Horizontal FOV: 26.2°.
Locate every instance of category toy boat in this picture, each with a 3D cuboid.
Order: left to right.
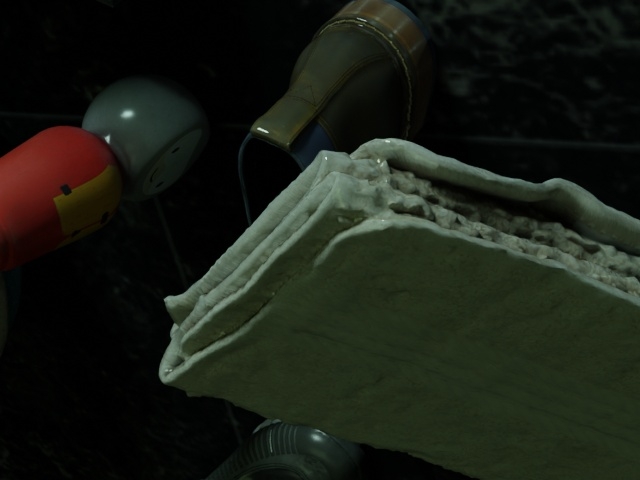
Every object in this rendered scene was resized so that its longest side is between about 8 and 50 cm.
[{"bbox_3d":[-0.206,-0.037,0.781,0.318,0.148,0.267,3,120,44],"label":"toy boat"}]

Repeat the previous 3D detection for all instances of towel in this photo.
[{"bbox_3d":[0.085,0.050,0.602,0.282,0.049,0.187,21,144,-23],"label":"towel"}]

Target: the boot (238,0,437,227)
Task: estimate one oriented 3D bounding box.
[{"bbox_3d":[0.000,0.000,0.662,0.082,0.106,0.219,19,132,25],"label":"boot"}]

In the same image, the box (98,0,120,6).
[{"bbox_3d":[-0.107,-0.165,0.651,0.062,0.052,0.083,26,136,19],"label":"box"}]

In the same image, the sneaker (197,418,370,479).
[{"bbox_3d":[-0.054,0.181,0.848,0.078,0.106,0.234,46,138,-4],"label":"sneaker"}]
